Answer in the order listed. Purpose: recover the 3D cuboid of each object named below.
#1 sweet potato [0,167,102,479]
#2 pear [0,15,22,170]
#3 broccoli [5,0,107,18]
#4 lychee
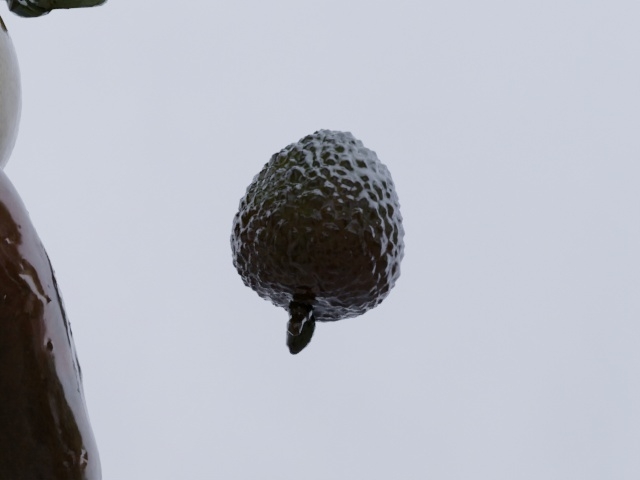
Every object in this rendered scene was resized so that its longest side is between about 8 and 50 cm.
[{"bbox_3d":[-0.152,0.070,0.927,0.097,0.097,0.292,-17,-84,44],"label":"sweet potato"},{"bbox_3d":[-0.293,-0.103,1.252,0.208,0.209,0.209,14,-33,10],"label":"pear"},{"bbox_3d":[-0.177,-0.308,1.434,0.303,0.321,0.283,9,-52,2],"label":"broccoli"},{"bbox_3d":[0.000,0.000,1.244,0.114,0.146,0.114,13,-23,5],"label":"lychee"}]
